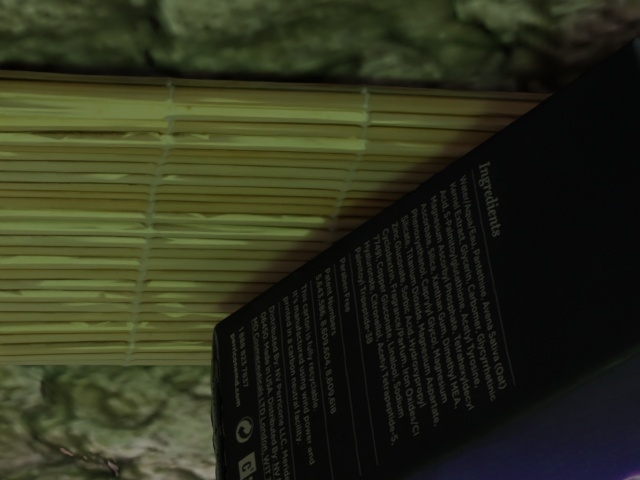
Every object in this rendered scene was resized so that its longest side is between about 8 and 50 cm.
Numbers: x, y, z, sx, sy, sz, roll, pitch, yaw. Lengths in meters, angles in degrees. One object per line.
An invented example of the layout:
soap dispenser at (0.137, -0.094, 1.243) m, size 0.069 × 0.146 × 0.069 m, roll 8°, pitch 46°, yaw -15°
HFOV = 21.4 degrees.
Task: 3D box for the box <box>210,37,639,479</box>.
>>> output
box at (0.086, 0.052, 0.588) m, size 0.153 × 0.108 × 0.207 m, roll 28°, pitch 131°, yaw -36°

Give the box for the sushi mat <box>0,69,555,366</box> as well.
sushi mat at (0.000, 0.000, 0.614) m, size 0.316 × 0.019 × 0.151 m, roll 1°, pitch 141°, yaw -10°
